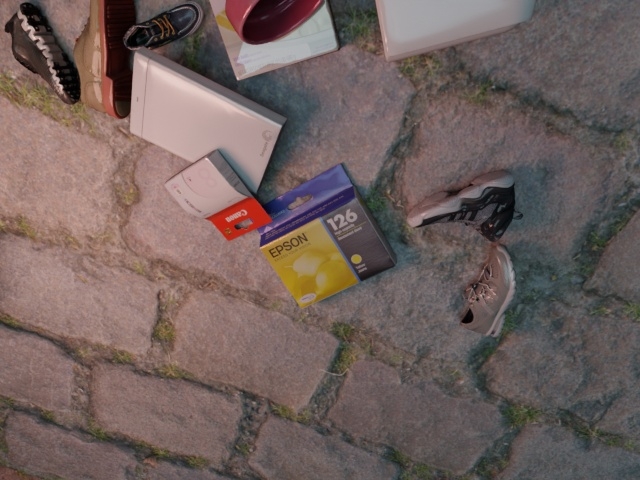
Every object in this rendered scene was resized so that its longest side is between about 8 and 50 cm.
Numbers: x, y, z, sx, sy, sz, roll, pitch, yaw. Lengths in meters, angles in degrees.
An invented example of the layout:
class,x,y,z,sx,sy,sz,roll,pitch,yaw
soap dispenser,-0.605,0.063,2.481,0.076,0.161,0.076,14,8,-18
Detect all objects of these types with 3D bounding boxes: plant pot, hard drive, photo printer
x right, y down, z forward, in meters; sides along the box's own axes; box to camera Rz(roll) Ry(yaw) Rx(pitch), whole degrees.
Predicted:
class,x,y,z,sx,sy,sz,roll,pitch,yaw
plant pot,-0.109,-0.497,0.804,0.201,0.201,0.180,-31,93,20
hard drive,-0.279,-0.275,1.066,0.353,0.047,0.233,25,137,-5
photo printer,0.253,-0.509,0.845,0.308,0.107,0.255,-10,113,12

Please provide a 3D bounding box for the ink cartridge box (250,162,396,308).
class,x,y,z,sx,sy,sz,roll,pitch,yaw
ink cartridge box,0.000,0.000,1.189,0.304,0.072,0.307,-27,111,19

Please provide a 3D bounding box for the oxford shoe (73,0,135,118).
class,x,y,z,sx,sy,sz,roll,pitch,yaw
oxford shoe,-0.509,-0.461,1.009,0.130,0.123,0.347,16,115,6

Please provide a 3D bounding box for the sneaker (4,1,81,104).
class,x,y,z,sx,sy,sz,roll,pitch,yaw
sneaker,-0.672,-0.433,1.068,0.106,0.078,0.234,-18,108,18

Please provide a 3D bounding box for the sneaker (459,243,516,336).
class,x,y,z,sx,sy,sz,roll,pitch,yaw
sneaker,0.439,0.140,1.175,0.116,0.105,0.280,4,116,6

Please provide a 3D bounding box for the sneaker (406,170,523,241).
class,x,y,z,sx,sy,sz,roll,pitch,yaw
sneaker,0.360,-0.055,1.094,0.269,0.101,0.153,-23,107,14

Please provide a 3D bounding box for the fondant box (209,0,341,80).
class,x,y,z,sx,sy,sz,roll,pitch,yaw
fondant box,-0.114,-0.538,0.933,0.239,0.096,0.329,-12,112,13

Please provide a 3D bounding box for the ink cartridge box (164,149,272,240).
class,x,y,z,sx,sy,sz,roll,pitch,yaw
ink cartridge box,-0.266,-0.098,1.147,0.189,0.066,0.232,-21,112,36

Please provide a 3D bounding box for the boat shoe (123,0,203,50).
class,x,y,z,sx,sy,sz,roll,pitch,yaw
boat shoe,-0.352,-0.477,0.999,0.184,0.083,0.065,-22,110,16
